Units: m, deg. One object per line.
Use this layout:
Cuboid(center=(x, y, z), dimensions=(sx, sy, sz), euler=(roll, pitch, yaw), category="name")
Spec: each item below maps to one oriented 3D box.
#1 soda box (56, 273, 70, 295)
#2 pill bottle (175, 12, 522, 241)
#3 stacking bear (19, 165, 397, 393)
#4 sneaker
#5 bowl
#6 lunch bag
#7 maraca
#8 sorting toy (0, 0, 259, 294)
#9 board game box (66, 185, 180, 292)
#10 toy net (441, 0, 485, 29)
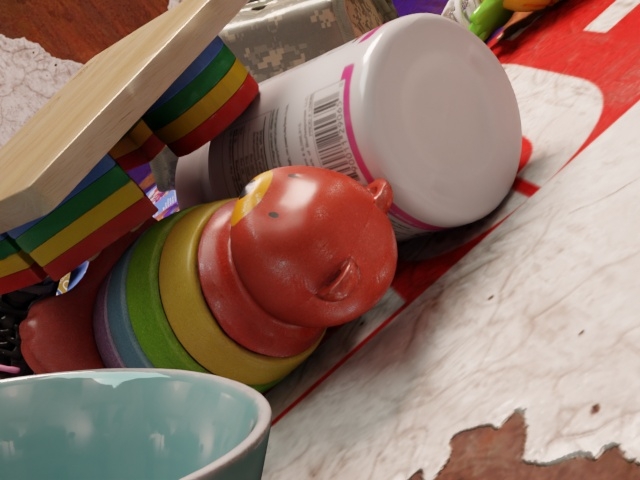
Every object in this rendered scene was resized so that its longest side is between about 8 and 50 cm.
Cuboid(center=(-0.356, 0.067, 1.673), dimensions=(0.058, 0.061, 0.181), euler=(-23, 24, 47), category="soda box")
Cuboid(center=(0.010, -0.067, 1.015), dimensions=(0.283, 0.160, 0.160), euler=(-15, 31, 51), category="pill bottle")
Cuboid(center=(-0.062, 0.033, 0.923), dimensions=(0.289, 0.164, 0.175), euler=(-27, 23, 46), category="stacking bear")
Cuboid(center=(-0.347, 0.073, 1.396), dimensions=(0.147, 0.104, 0.296), euler=(136, 150, -66), category="sneaker")
Cuboid(center=(-0.172, 0.186, 0.674), dimensions=(0.311, 0.163, 0.311), euler=(-6, 9, 1), category="bowl")
Cuboid(center=(-0.041, -0.174, 1.291), dimensions=(0.235, 0.169, 0.287), euler=(-13, 13, 15), category="lunch bag")
Cuboid(center=(0.204, -0.267, 1.219), dimensions=(0.186, 0.099, 0.127), euler=(-52, -16, 20), category="maraca")
Cuboid(center=(-0.174, -0.069, 0.997), dimensions=(0.255, 0.089, 0.257), euler=(-16, 31, 52), category="sorting toy")
Cuboid(center=(-0.164, 0.018, 1.343), dimensions=(0.233, 0.078, 0.347), euler=(-40, 17, 5), category="board game box")
Cuboid(center=(0.194, -0.281, 1.289), dimensions=(0.232, 0.045, 0.122), euler=(-51, -29, 4), category="toy net")
